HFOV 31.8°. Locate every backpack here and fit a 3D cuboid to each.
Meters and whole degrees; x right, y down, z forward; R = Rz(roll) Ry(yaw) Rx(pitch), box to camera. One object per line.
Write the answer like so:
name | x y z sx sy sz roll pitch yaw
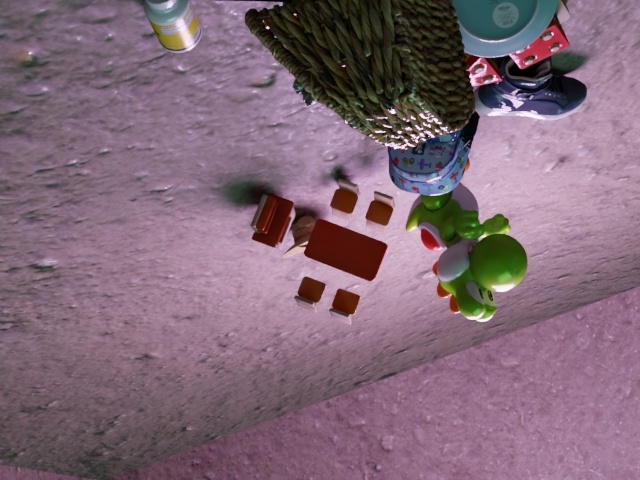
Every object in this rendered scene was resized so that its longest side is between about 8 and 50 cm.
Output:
backpack | 0.185 -0.173 1.963 0.158 0.173 0.117 10 165 23

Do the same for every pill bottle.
pill bottle | -0.207 -0.315 1.550 0.065 0.065 0.116 -16 157 1

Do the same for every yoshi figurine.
yoshi figurine | 0.298 -0.029 2.175 0.203 0.362 0.203 -9 156 -15

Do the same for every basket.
basket | 0.066 -0.225 1.550 0.223 0.214 0.299 -13 177 22

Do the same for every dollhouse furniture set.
dollhouse furniture set | 0.000 0.000 2.209 0.259 0.262 0.135 20 171 9

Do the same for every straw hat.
straw hat | -0.030 -0.019 2.376 0.144 0.061 0.144 -24 173 -3

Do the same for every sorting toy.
sorting toy | 0.257 -0.332 1.790 0.255 0.089 0.257 -24 157 20

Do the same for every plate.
plate | 0.257 -0.358 1.654 0.188 0.024 0.188 1 115 2

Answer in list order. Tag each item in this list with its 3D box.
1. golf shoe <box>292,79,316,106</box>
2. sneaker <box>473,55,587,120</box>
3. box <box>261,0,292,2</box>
golf shoe | 0.023 -0.291 1.794 0.086 0.069 0.176 -28 170 -38
sneaker | 0.405 -0.286 2.004 0.226 0.086 0.163 -6 159 -20
box | 0.046 -0.374 1.414 0.322 0.079 0.257 -9 179 -41
